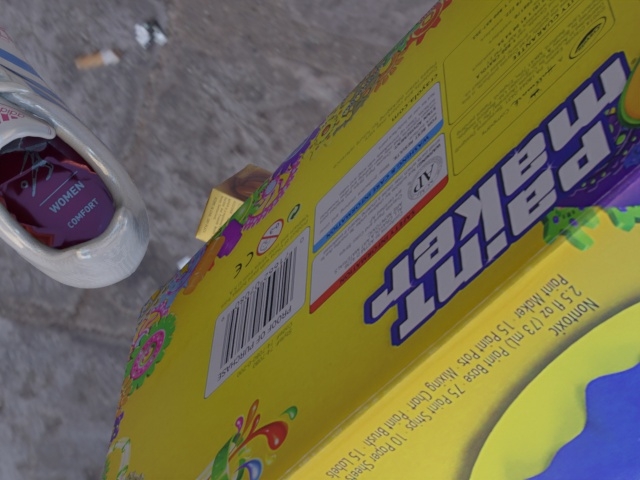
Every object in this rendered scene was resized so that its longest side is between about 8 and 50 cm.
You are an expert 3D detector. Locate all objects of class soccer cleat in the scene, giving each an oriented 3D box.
[{"bbox_3d":[-0.243,-0.101,0.974,0.331,0.143,0.116,43,81,-1],"label":"soccer cleat"}]

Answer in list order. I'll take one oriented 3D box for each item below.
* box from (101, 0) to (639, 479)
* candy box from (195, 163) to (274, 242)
[{"bbox_3d":[0.126,0.057,0.446,0.279,0.177,0.290,34,119,-20],"label":"box"},{"bbox_3d":[0.000,0.000,1.203,0.187,0.109,0.053,24,109,7],"label":"candy box"}]
